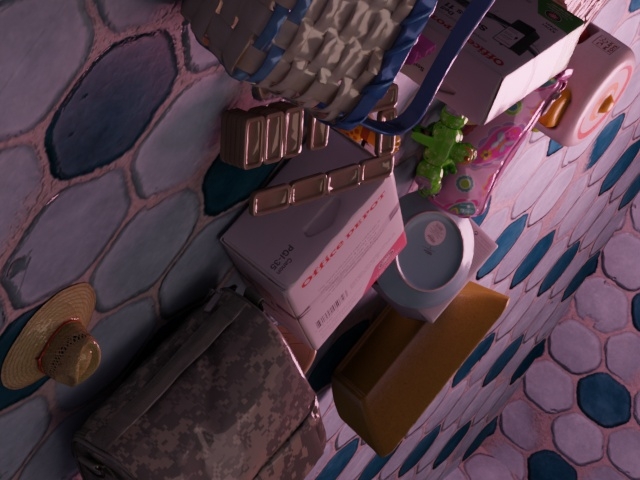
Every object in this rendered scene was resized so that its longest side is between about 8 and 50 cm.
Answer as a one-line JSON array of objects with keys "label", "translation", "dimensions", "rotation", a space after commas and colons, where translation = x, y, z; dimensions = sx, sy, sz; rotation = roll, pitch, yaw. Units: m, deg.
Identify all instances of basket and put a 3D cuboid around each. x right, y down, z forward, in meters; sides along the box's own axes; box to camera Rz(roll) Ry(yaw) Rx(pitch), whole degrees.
[{"label": "basket", "translation": [0.040, -0.231, 1.357], "dimensions": [0.289, 0.201, 0.255], "rotation": [15, 116, -37]}]

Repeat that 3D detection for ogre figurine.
[{"label": "ogre figurine", "translation": [0.180, -0.143, 2.096], "dimensions": [0.197, 0.097, 0.118], "rotation": [-47, 178, 22]}]

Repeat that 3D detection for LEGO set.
[{"label": "LEGO set", "translation": [0.077, -0.165, 1.795], "dimensions": [0.087, 0.093, 0.227], "rotation": [-38, 157, -37]}]

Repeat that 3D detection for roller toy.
[{"label": "roller toy", "translation": [0.410, -0.255, 2.347], "dimensions": [0.191, 0.146, 0.209], "rotation": [-53, 161, 1]}]

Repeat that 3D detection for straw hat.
[{"label": "straw hat", "translation": [-0.269, 0.121, 1.554], "dimensions": [0.144, 0.061, 0.144], "rotation": [-46, 161, -20]}]

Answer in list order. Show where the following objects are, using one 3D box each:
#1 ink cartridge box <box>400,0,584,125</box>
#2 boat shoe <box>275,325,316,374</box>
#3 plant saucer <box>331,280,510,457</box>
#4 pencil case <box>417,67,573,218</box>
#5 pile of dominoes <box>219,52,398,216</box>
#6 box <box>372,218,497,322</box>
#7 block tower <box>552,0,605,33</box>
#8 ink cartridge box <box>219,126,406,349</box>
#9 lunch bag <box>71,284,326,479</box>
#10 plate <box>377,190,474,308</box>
[{"label": "ink cartridge box", "translation": [0.217, -0.254, 1.875], "dimensions": [0.208, 0.153, 0.087], "rotation": [-36, 156, -42]}, {"label": "boat shoe", "translation": [-0.124, 0.231, 2.066], "dimensions": [0.285, 0.103, 0.092], "rotation": [-43, 166, -14]}, {"label": "plant saucer", "translation": [0.143, 0.182, 2.469], "dimensions": [0.332, 0.081, 0.333], "rotation": [-52, -167, -3]}, {"label": "pencil case", "translation": [0.260, -0.170, 2.192], "dimensions": [0.284, 0.124, 0.124], "rotation": [-58, 161, 20]}, {"label": "pile of dominoes", "translation": [-0.007, -0.144, 1.639], "dimensions": [0.251, 0.040, 0.196], "rotation": [-18, 121, -44]}, {"label": "box", "translation": [0.182, 0.039, 2.364], "dimensions": [0.170, 0.091, 0.130], "rotation": [-48, -166, -11]}, {"label": "block tower", "translation": [0.325, -0.385, 1.987], "dimensions": [0.091, 0.097, 0.335], "rotation": [-52, 160, 0]}, {"label": "ink cartridge box", "translation": [0.000, 0.000, 1.885], "dimensions": [0.207, 0.117, 0.283], "rotation": [-49, 162, -10]}, {"label": "lunch bag", "translation": [-0.154, 0.233, 1.813], "dimensions": [0.305, 0.212, 0.256], "rotation": [-46, 144, -27]}, {"label": "plate", "translation": [0.165, 0.016, 2.260], "dimensions": [0.188, 0.188, 0.024], "rotation": [-47, -156, -14]}]
